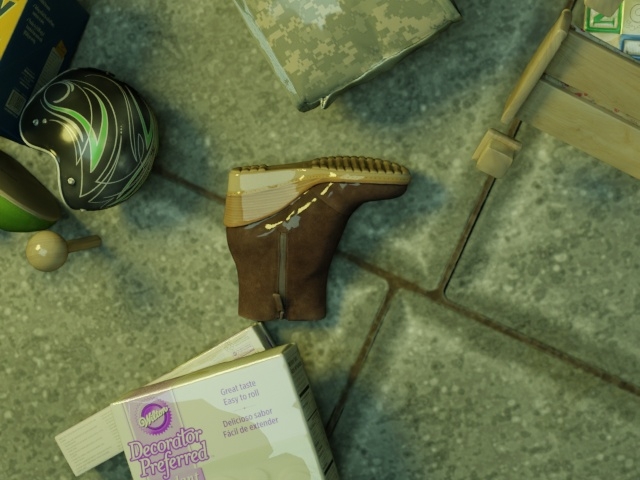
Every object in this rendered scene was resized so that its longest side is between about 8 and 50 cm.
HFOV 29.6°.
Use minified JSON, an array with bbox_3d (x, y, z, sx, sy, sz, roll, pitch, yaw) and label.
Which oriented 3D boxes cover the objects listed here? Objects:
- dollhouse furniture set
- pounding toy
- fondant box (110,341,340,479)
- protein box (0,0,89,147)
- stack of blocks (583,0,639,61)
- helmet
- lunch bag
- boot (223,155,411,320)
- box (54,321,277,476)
[{"bbox_3d":[0.398,-0.186,1.404,0.303,0.174,0.355,27,129,-4],"label":"dollhouse furniture set"},{"bbox_3d":[-0.426,-0.031,1.589,0.237,0.183,0.110,42,97,1],"label":"pounding toy"},{"bbox_3d":[-0.099,0.322,1.539,0.238,0.096,0.330,-17,91,11],"label":"fondant box"},{"bbox_3d":[-0.418,-0.253,1.543,0.136,0.200,0.201,21,84,8],"label":"protein box"},{"bbox_3d":[0.407,-0.305,1.456,0.171,0.087,0.297,5,96,11],"label":"stack of blocks"},{"bbox_3d":[-0.290,-0.126,1.570,0.161,0.169,0.169,43,101,17],"label":"helmet"},{"bbox_3d":[0.013,-0.325,1.491,0.235,0.169,0.287,-29,84,12],"label":"lunch bag"},{"bbox_3d":[0.000,0.000,1.577,0.248,0.090,0.207,-3,106,10],"label":"boot"},{"bbox_3d":[-0.202,0.212,1.628,0.324,0.063,0.067,-31,87,12],"label":"box"}]
